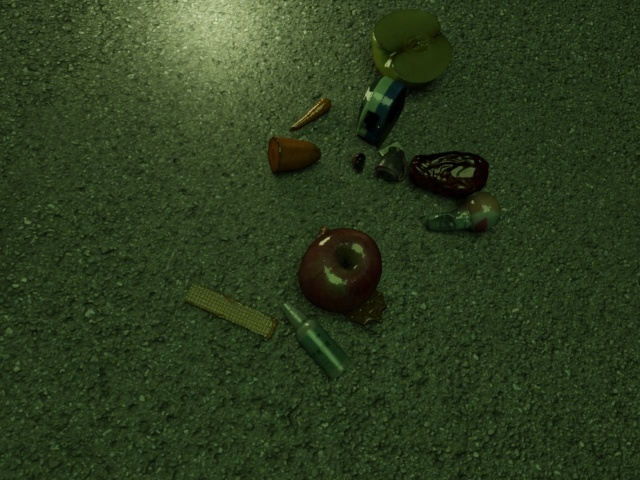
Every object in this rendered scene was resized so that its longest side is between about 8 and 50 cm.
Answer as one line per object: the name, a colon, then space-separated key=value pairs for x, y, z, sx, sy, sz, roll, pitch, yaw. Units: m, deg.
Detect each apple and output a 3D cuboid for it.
apple: x=0.439 y=-0.906 z=1.943 sx=0.361 sy=0.319 sz=0.312 roll=-28 pitch=41 yaw=-18
apple: x=0.076 y=0.123 z=1.625 sx=0.345 sy=0.269 sz=0.344 roll=4 pitch=66 yaw=-9

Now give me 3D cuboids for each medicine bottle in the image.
medicine bottle: x=-0.032 y=0.383 z=1.625 sx=0.110 sy=0.110 sz=0.352 roll=-40 pitch=83 yaw=-14

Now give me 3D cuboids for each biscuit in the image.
biscuit: x=-0.356 y=0.285 z=1.647 sx=0.379 sy=0.054 sz=0.094 roll=23 pitch=75 yaw=0
biscuit: x=0.179 y=0.261 z=1.665 sx=0.182 sy=0.034 sz=0.215 roll=-37 pitch=48 yaw=-13

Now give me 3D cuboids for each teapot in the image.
teapot: x=0.338 y=-0.348 z=1.858 sx=0.148 sy=0.116 sz=0.145 roll=26 pitch=77 yaw=-1

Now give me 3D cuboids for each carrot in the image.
carrot: x=-0.107 y=-0.390 z=1.819 sx=0.225 sy=0.159 sz=0.159 roll=-9 pitch=76 yaw=-19
carrot: x=-0.042 y=-0.588 z=1.919 sx=0.257 sy=0.061 sz=0.061 roll=-41 pitch=82 yaw=-12

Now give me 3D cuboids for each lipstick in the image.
lipstick: x=0.000 y=0.000 z=1.770 sx=0.039 sy=0.038 sz=0.130 roll=20 pitch=74 yaw=0

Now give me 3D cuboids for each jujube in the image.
jujube: x=0.569 y=-0.305 z=1.840 sx=0.343 sy=0.216 sz=0.216 roll=10 pitch=74 yaw=3

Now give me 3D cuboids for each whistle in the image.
whistle: x=0.647 y=-0.100 z=1.803 sx=0.348 sy=0.189 sz=0.189 roll=-17 pitch=77 yaw=1

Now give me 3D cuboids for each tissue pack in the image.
tissue pack: x=0.332 y=-0.420 z=1.927 sx=0.108 sy=0.023 sz=0.056 roll=-29 pitch=82 yaw=-12

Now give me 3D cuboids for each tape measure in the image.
tape measure: x=0.275 y=-0.603 z=1.862 sx=0.138 sy=0.262 sz=0.259 roll=27 pitch=73 yaw=12

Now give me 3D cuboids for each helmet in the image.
helmet: x=0.170 y=-0.361 z=1.882 sx=0.065 sy=0.049 sz=0.083 roll=4 pitch=101 yaw=-39

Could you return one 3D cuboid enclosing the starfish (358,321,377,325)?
starfish: x=0.199 y=0.339 z=1.676 sx=0.086 sy=0.092 sz=0.016 roll=-15 pitch=64 yaw=9
